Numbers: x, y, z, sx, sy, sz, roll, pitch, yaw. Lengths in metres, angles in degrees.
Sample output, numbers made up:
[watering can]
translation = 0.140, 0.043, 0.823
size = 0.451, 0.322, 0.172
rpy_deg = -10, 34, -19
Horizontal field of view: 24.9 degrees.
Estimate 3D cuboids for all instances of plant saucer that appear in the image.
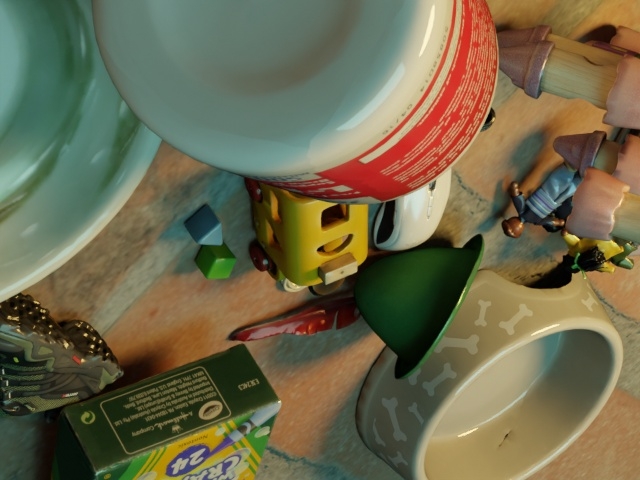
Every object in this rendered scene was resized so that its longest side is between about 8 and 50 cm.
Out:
[plant saucer]
translation = -0.301, -0.107, 1.051
size = 0.400, 0.100, 0.400
rpy_deg = -22, 141, -20

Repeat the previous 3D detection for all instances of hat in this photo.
[hat]
translation = 0.049, 0.035, 1.537
size = 0.173, 0.183, 0.208
rpy_deg = -55, -174, 43

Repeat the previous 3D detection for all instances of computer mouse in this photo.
[computer mouse]
translation = 0.109, -0.055, 1.483
size = 0.106, 0.042, 0.193
rpy_deg = -12, 135, -31

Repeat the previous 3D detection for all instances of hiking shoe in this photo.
[hiking shoe]
translation = -0.276, 0.113, 1.308
size = 0.114, 0.086, 0.227
rpy_deg = -47, 143, 5

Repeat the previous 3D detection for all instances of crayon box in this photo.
[crayon box]
translation = -0.173, 0.257, 1.494
size = 0.203, 0.083, 0.323
rpy_deg = -19, 149, -28

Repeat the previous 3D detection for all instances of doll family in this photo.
[doll family]
translation = 0.285, -0.018, 1.614
size = 0.193, 0.076, 0.111
rpy_deg = 41, 120, -14

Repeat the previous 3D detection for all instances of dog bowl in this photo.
[dog bowl]
translation = 0.217, 0.181, 1.767
size = 0.348, 0.102, 0.349
rpy_deg = -22, 139, -20

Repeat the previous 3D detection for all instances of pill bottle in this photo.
[pill bottle]
translation = 0.009, -0.145, 1.075
size = 0.229, 0.229, 0.407
rpy_deg = -44, 168, 8

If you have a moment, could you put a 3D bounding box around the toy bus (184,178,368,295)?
[toy bus]
translation = -0.005, -0.006, 1.390
size = 0.202, 0.104, 0.191
rpy_deg = 19, 116, -47

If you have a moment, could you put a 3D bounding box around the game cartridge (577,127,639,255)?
[game cartridge]
translation = 0.446, -0.130, 1.670
size = 0.230, 0.068, 0.355
rpy_deg = -1, 129, -33

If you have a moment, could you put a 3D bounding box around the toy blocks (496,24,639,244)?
[toy blocks]
translation = 0.294, -0.176, 1.394
size = 0.288, 0.260, 0.309
rpy_deg = -28, 135, -66
